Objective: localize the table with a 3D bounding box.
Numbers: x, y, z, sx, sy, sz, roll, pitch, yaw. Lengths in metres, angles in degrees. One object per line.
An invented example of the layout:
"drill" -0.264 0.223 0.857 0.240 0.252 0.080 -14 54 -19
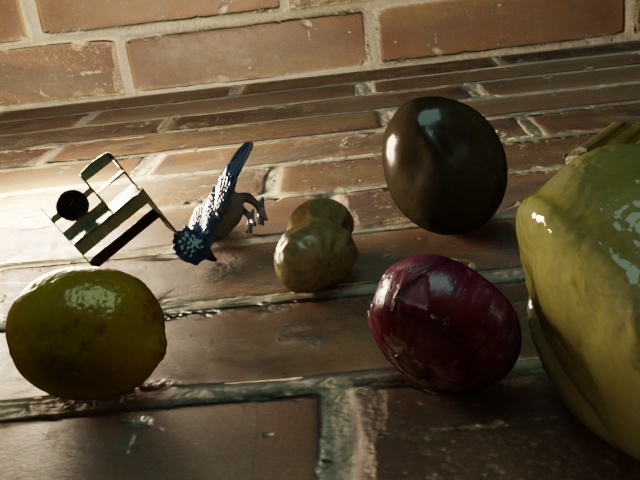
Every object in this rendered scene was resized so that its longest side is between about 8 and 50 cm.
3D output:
"table" -0.351 -0.035 1.261 0.146 0.175 0.062 -42 29 -14

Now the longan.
"longan" 0.209 -0.131 1.311 0.215 0.246 0.246 -44 30 -7

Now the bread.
"bread" 0.332 0.055 0.722 0.237 0.320 0.320 -27 25 -6

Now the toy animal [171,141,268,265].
"toy animal" -0.183 -0.064 1.380 0.176 0.239 0.255 11 55 -32

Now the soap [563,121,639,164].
"soap" 0.601 -0.160 1.461 0.174 0.089 0.274 9 26 38

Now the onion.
"onion" 0.141 0.093 0.856 0.153 0.177 0.177 -36 26 -4

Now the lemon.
"lemon" -0.289 0.115 0.949 0.208 0.169 0.170 -2 22 8

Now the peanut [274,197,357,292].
"peanut" 0.000 0.000 1.216 0.125 0.111 0.274 1 23 7
